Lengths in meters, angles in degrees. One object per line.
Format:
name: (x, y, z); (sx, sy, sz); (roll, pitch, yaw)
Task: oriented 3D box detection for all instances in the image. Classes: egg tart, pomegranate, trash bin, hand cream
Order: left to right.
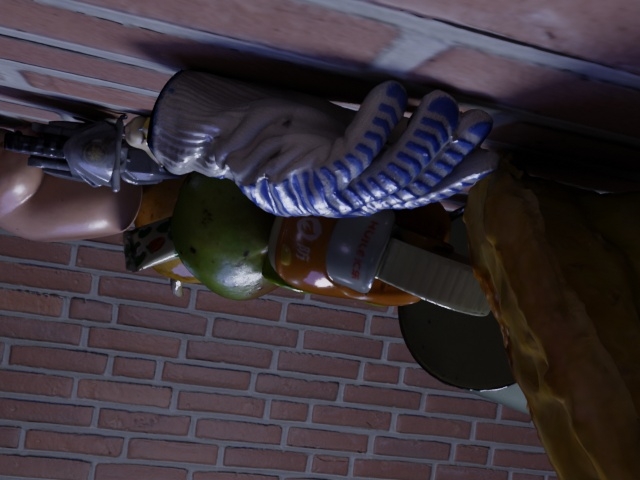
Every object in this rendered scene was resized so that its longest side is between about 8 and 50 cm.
pomegranate: (-0.180, -0.026, 1.049); (0.196, 0.196, 0.196); (9, 178, 0)
hand cream: (-0.129, -0.027, 0.930); (0.275, 0.059, 0.095); (-19, -141, -8)
pomegranate: (-0.102, -0.034, 0.828); (0.179, 0.180, 0.210); (11, -152, -46)
trash bin: (0.327, 0.123, 1.007); (0.280, 0.281, 0.432); (8, 169, 42)
egg tart: (0.261, 0.106, 0.513); (0.178, 0.443, 0.443); (-29, 164, 19)

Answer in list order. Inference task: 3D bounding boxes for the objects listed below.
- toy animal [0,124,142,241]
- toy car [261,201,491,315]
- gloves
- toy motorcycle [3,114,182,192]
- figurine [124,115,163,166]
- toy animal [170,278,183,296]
toy animal: (-0.370, -0.074, 0.945); (0.250, 0.154, 0.166); (12, -174, -5)
toy car: (0.075, 0.011, 0.706); (0.235, 0.145, 0.235); (18, -173, -2)
gloves: (0.002, -0.063, 0.456); (0.228, 0.097, 0.119); (4, -153, 12)
toy motorcycle: (-0.227, -0.096, 0.757); (0.122, 0.080, 0.215); (11, -175, 27)
figurine: (-0.149, -0.102, 0.691); (0.083, 0.047, 0.050); (19, 159, -30)
toy animal: (-0.236, -0.038, 1.223); (0.121, 0.233, 0.169); (7, 145, -25)
